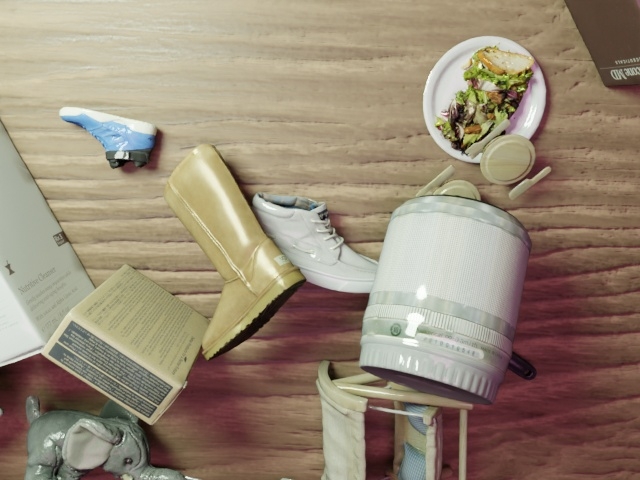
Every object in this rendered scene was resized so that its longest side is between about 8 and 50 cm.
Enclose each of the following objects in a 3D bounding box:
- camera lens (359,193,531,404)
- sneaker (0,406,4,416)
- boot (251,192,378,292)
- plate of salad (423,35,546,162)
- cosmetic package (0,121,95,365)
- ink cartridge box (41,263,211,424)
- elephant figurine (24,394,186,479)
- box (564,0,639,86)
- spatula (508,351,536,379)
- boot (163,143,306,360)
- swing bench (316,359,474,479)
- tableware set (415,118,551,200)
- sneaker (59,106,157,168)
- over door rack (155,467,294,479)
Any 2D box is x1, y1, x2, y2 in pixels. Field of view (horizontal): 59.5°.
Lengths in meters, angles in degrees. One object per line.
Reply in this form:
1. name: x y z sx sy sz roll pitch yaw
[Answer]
1. camera lens: 0.187 0.084 0.845 0.219 0.219 0.275 19 72 -5
2. sneaker: -0.613 0.160 0.958 0.146 0.122 0.331 -5 89 -34
3. boot: 0.000 0.000 0.924 0.258 0.095 0.124 13 110 -3
4. plate of salad: 0.266 -0.223 0.897 0.199 0.048 0.200 0 104 -1
5. cosmetic package: -0.532 -0.015 0.858 0.156 0.217 0.385 -21 105 5
6. ink cartridge box: -0.290 0.153 0.890 0.193 0.235 0.088 38 101 -8
7. elephant figurine: -0.380 0.359 0.989 0.239 0.169 0.186 -19 130 4
8. box: 0.419 -0.414 0.779 0.143 0.191 0.381 -33 101 7
9. spatula: 0.268 0.165 1.002 0.296 0.030 0.084 33 99 -8
10. boot: -0.169 0.022 0.900 0.236 0.089 0.270 -44 74 20
11. swing bench: 0.122 0.356 0.981 0.254 0.165 0.254 -3 105 1
12. tableware set: 0.260 -0.103 0.922 0.128 0.039 0.194 39 114 -24
13. sneaker: -0.346 -0.161 0.901 0.152 0.058 0.085 11 95 -10
14. over door rack: -0.219 0.565 1.060 0.324 0.108 0.240 7 105 -2
